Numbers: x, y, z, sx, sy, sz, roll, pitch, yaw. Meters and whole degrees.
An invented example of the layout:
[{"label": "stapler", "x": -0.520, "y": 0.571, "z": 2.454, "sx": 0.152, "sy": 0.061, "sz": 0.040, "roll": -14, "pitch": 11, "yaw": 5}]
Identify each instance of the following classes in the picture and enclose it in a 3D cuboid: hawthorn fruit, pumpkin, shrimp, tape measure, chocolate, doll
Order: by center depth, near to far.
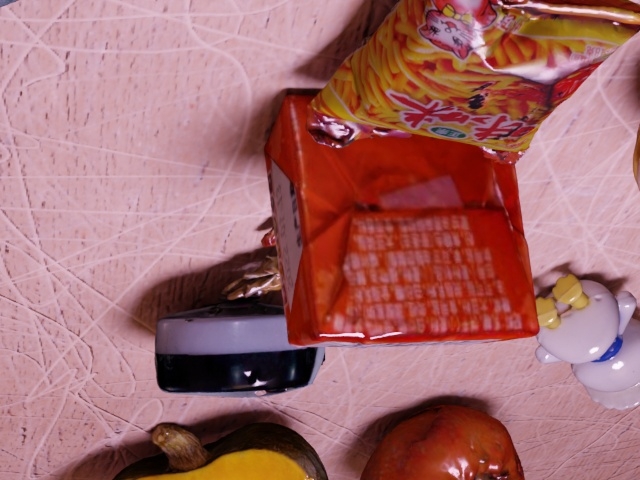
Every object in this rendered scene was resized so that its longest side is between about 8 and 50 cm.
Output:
[{"label": "chocolate", "x": 0.070, "y": -0.011, "z": 1.715, "sx": 0.237, "sy": 0.235, "sz": 0.108, "roll": -1, "pitch": 163, "yaw": -25}, {"label": "shrimp", "x": 0.001, "y": 0.003, "z": 1.895, "sx": 0.236, "sy": 0.053, "sz": 0.133, "roll": -18, "pitch": 149, "yaw": 11}, {"label": "tape measure", "x": -0.089, "y": 0.115, "z": 1.977, "sx": 0.182, "sy": 0.107, "sz": 0.181, "roll": -1, "pitch": 177, "yaw": -18}, {"label": "doll", "x": 0.337, "y": 0.121, "z": 2.215, "sx": 0.138, "sy": 0.119, "sz": 0.293, "roll": -38, "pitch": 142, "yaw": 12}, {"label": "pumpkin", "x": -0.141, "y": 0.326, "z": 2.314, "sx": 0.317, "sy": 0.222, "sz": 0.139, "roll": -20, "pitch": 180, "yaw": 16}, {"label": "hawthorn fruit", "x": 0.144, "y": 0.338, "z": 2.456, "sx": 0.211, "sy": 0.211, "sz": 0.299, "roll": 1, "pitch": 160, "yaw": -25}]

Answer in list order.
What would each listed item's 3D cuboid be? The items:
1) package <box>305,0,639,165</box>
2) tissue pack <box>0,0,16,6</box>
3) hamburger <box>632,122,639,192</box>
[{"label": "package", "x": 0.141, "y": -0.159, "z": 1.577, "sx": 0.223, "sy": 0.108, "sz": 0.288, "roll": 13, "pitch": 151, "yaw": -23}, {"label": "tissue pack", "x": -0.281, "y": -0.244, "z": 1.255, "sx": 0.185, "sy": 0.081, "sz": 0.257, "roll": -20, "pitch": 152, "yaw": 12}, {"label": "hamburger", "x": 0.421, "y": -0.079, "z": 1.732, "sx": 0.276, "sy": 0.237, "sz": 0.276, "roll": -4, "pitch": 147, "yaw": -3}]
